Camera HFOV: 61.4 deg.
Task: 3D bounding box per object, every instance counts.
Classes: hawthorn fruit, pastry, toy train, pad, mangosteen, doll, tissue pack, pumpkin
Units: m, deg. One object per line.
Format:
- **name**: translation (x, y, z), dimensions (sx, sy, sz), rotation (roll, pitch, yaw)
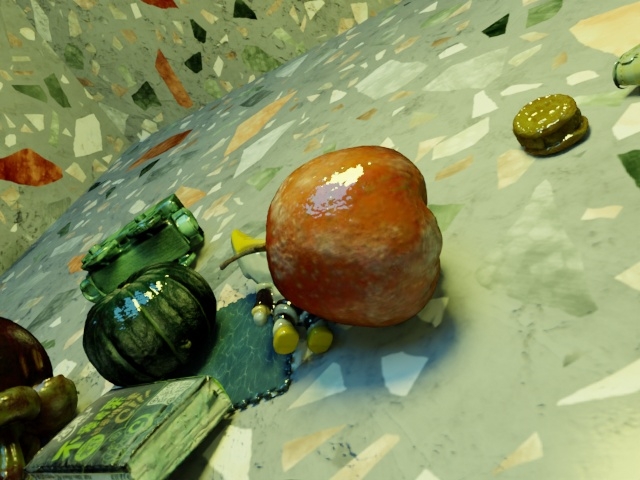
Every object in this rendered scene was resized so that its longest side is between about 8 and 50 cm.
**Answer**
- **hawthorn fruit**: translation (0.038, -0.001, 0.671), dimensions (0.263, 0.235, 0.231), rotation (-18, 54, -25)
- **pastry**: translation (0.349, -0.178, 0.822), dimensions (0.097, 0.057, 0.109), rotation (-46, 28, -17)
- **toy train**: translation (-0.406, 0.028, 1.241), dimensions (0.299, 0.167, 0.238), rotation (-34, 17, 0)
- **pad**: translation (-0.152, 0.179, 0.863), dimensions (0.269, 0.012, 0.269), rotation (-27, 29, 16)
- **mangosteen**: translation (-0.598, 0.288, 0.923), dimensions (0.347, 0.307, 0.307), rotation (21, 55, 24)
- **doll**: translation (-0.058, 0.056, 0.843), dimensions (0.145, 0.103, 0.316), rotation (-18, 36, -2)
- **tissue pack**: translation (-0.259, 0.263, 0.724), dimensions (0.235, 0.073, 0.173), rotation (-18, 15, 33)
- **pumpkin**: translation (-0.278, 0.135, 0.889), dimensions (0.220, 0.162, 0.220), rotation (-26, 18, 9)

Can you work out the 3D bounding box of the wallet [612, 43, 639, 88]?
- **wallet**: translation (0.586, -0.272, 0.693), dimensions (0.223, 0.077, 0.309), rotation (-38, 25, -12)
